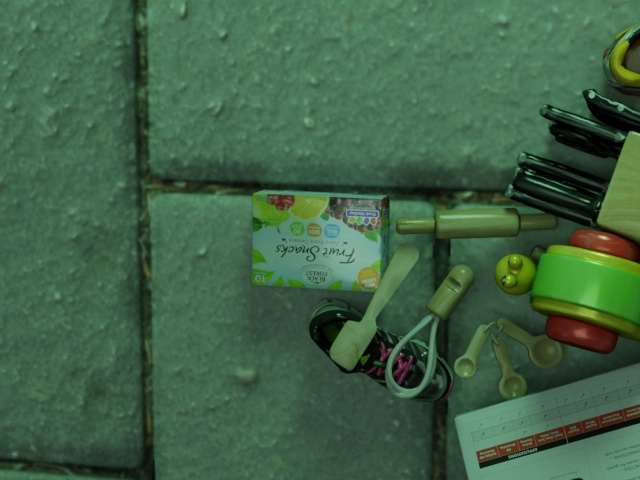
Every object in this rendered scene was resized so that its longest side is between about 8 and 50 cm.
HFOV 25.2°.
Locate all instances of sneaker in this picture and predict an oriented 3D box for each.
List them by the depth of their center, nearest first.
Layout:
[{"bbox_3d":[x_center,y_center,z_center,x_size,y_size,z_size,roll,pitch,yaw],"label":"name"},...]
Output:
[{"bbox_3d":[0.372,-0.198,1.342,0.225,0.093,0.088,-29,89,17],"label":"sneaker"},{"bbox_3d":[0.057,0.120,1.484,0.170,0.075,0.063,31,105,9],"label":"sneaker"}]

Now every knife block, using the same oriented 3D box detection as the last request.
[{"bbox_3d":[0.316,-0.024,1.360,0.242,0.088,0.275,-26,76,12],"label":"knife block"}]

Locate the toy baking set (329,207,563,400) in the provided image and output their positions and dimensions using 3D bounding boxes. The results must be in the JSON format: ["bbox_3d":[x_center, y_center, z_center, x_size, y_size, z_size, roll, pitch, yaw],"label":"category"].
[{"bbox_3d":[0.140,0.063,1.436,0.256,0.030,0.196,2,89,-1],"label":"toy baking set"}]

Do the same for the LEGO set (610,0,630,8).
[{"bbox_3d":[0.357,-0.314,1.330,0.227,0.087,0.093,-25,106,17],"label":"LEGO set"}]

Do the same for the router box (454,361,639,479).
[{"bbox_3d":[0.323,0.271,1.366,0.335,0.082,0.301,-18,67,17],"label":"router box"}]

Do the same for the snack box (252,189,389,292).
[{"bbox_3d":[0.000,0.000,1.503,0.141,0.037,0.100,3,100,15],"label":"snack box"}]

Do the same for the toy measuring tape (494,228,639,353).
[{"bbox_3d":[0.312,0.062,1.323,0.330,0.121,0.121,14,101,25],"label":"toy measuring tape"}]
